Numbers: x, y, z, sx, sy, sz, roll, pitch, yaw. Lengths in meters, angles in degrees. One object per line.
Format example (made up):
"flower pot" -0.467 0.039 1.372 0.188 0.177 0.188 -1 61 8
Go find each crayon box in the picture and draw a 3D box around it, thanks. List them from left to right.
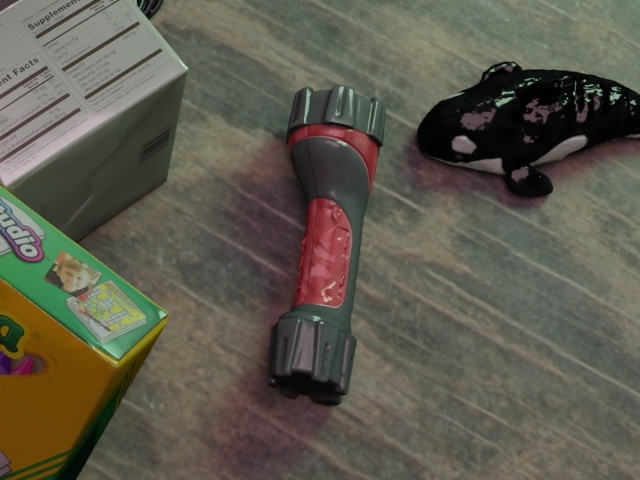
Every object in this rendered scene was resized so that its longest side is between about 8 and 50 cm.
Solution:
"crayon box" -0.352 0.079 1.572 0.363 0.313 0.106 36 38 6

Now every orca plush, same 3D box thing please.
"orca plush" 0.251 -0.127 1.856 0.287 0.102 0.151 10 69 -5

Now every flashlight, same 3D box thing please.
"flashlight" 0.000 0.000 1.771 0.103 0.103 0.304 11 68 -6

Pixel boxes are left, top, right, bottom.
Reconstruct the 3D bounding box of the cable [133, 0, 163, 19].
"cable" -0.249 -0.296 1.873 0.150 0.047 0.184 -38 79 -19

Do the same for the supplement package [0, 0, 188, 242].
"supplement package" -0.255 -0.106 1.685 0.204 0.262 0.145 -36 79 -20
